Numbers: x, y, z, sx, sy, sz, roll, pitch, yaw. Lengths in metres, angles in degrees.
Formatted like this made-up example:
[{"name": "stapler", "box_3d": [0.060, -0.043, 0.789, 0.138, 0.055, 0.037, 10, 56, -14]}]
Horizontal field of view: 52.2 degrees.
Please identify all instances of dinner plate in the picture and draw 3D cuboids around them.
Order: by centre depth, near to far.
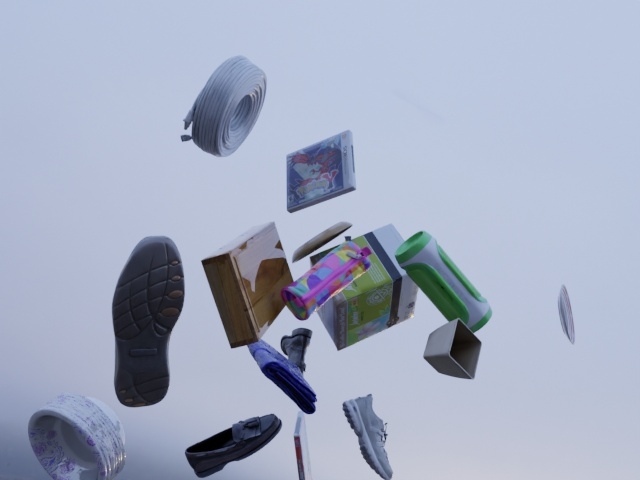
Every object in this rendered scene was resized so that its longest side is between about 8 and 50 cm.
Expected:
[{"name": "dinner plate", "box_3d": [0.565, 0.171, 1.505, 0.017, 0.141, 0.141, -12, -35, 28]}]

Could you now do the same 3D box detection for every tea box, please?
[{"name": "tea box", "box_3d": [0.151, 0.165, 2.262, 0.323, 0.220, 0.329, -22, -34, -12]}]

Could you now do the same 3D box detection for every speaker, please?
[{"name": "speaker", "box_3d": [0.336, 0.117, 1.787, 0.296, 0.131, 0.131, 49, -35, -7]}]

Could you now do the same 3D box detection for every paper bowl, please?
[{"name": "paper bowl", "box_3d": [-0.673, 0.561, 1.853, 0.284, 0.148, 0.285, 12, -64, 25]}]

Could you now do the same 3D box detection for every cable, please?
[{"name": "cable", "box_3d": [-0.226, -0.333, 1.634, 0.089, 0.257, 0.257, 28, 7, 10]}]

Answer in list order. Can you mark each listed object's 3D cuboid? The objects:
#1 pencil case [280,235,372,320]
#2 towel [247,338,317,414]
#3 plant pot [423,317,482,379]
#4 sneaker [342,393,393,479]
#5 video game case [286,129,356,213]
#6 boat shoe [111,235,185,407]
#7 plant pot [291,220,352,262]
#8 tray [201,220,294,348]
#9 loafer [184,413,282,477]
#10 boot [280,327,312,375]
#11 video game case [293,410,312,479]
[{"name": "pencil case", "box_3d": [0.016, 0.091, 1.572, 0.104, 0.236, 0.104, 38, -29, 26]}, {"name": "towel", "box_3d": [-0.122, 0.410, 2.069, 0.228, 0.076, 0.308, 48, -7, -17]}, {"name": "plant pot", "box_3d": [0.314, 0.270, 1.589, 0.096, 0.109, 0.109, -20, -54, 43]}, {"name": "sneaker", "box_3d": [0.177, 0.624, 2.079, 0.115, 0.281, 0.105, -23, -3, -17]}, {"name": "video game case", "box_3d": [-0.002, -0.180, 1.705, 0.201, 0.184, 0.023, -19, -33, 27]}, {"name": "boat shoe", "box_3d": [-0.348, 0.148, 1.271, 0.132, 0.356, 0.130, 6, 19, -24]}, {"name": "plant pot", "box_3d": [0.000, 0.000, 2.131, 0.032, 0.236, 0.236, 58, -33, 4]}, {"name": "tray", "box_3d": [-0.155, 0.089, 1.567, 0.076, 0.203, 0.411, -16, 8, 11]}, {"name": "loafer", "box_3d": [-0.260, 0.592, 1.930, 0.302, 0.109, 0.095, -31, -70, 3]}, {"name": "boot", "box_3d": [-0.108, 0.463, 2.447, 0.091, 0.229, 0.263, 16, -30, -12]}, {"name": "video game case", "box_3d": [-0.059, 0.770, 2.285, 0.025, 0.285, 0.204, -6, 9, 4]}]
